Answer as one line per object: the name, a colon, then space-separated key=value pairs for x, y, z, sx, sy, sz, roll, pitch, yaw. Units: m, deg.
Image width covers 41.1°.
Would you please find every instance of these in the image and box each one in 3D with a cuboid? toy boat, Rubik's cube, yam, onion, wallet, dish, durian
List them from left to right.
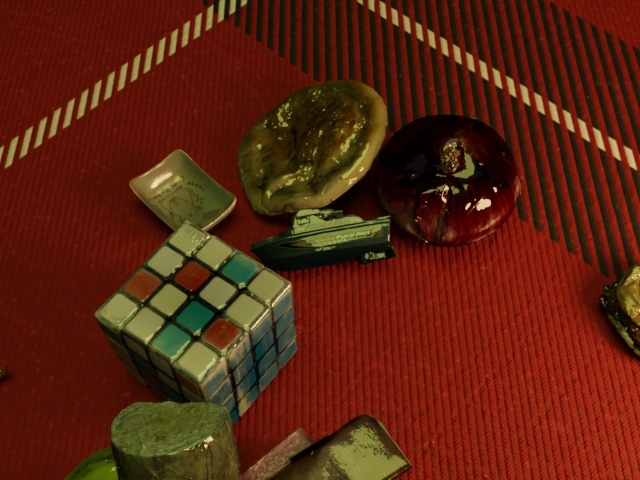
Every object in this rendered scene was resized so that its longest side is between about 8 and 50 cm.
durian: x=-0.335 y=0.431 z=1.503 sx=0.250 sy=0.101 sz=0.139 roll=-5 pitch=92 yaw=-2
yam: x=-0.227 y=0.418 z=1.373 sx=0.203 sy=0.271 sz=0.201 roll=-6 pitch=14 yaw=9
dish: x=-0.297 y=-0.086 z=1.864 sx=0.151 sy=0.077 sz=0.212 roll=-38 pitch=62 yaw=-23
Rubik's cube: x=-0.216 y=0.167 z=1.579 sx=0.253 sy=0.259 sz=0.256 roll=31 pitch=62 yaw=20
toy boat: x=0.001 y=-0.003 z=1.762 sx=0.296 sy=0.114 sz=0.122 roll=-7 pitch=76 yaw=-2
wallet: x=0.017 y=0.401 z=1.445 sx=0.255 sy=0.031 sz=0.137 roll=-29 pitch=57 yaw=-18
onion: x=0.261 y=-0.140 z=1.777 sx=0.314 sy=0.232 sz=0.313 roll=-2 pitch=54 yaw=3

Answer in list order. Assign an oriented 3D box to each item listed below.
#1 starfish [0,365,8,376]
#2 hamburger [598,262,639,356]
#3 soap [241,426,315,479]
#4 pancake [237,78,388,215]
starfish: x=-0.724 y=0.312 z=1.635 sx=0.138 sy=0.050 sz=0.247 roll=28 pitch=68 yaw=19
hamburger: x=0.665 y=0.129 z=1.655 sx=0.206 sy=0.130 sz=0.183 roll=-34 pitch=57 yaw=3
soap: x=-0.019 y=0.472 z=1.465 sx=0.181 sy=0.081 sz=0.259 roll=-35 pitch=61 yaw=-19
pancake: x=-0.024 y=-0.215 z=1.883 sx=0.387 sy=0.082 sz=0.386 roll=-19 pitch=46 yaw=20
